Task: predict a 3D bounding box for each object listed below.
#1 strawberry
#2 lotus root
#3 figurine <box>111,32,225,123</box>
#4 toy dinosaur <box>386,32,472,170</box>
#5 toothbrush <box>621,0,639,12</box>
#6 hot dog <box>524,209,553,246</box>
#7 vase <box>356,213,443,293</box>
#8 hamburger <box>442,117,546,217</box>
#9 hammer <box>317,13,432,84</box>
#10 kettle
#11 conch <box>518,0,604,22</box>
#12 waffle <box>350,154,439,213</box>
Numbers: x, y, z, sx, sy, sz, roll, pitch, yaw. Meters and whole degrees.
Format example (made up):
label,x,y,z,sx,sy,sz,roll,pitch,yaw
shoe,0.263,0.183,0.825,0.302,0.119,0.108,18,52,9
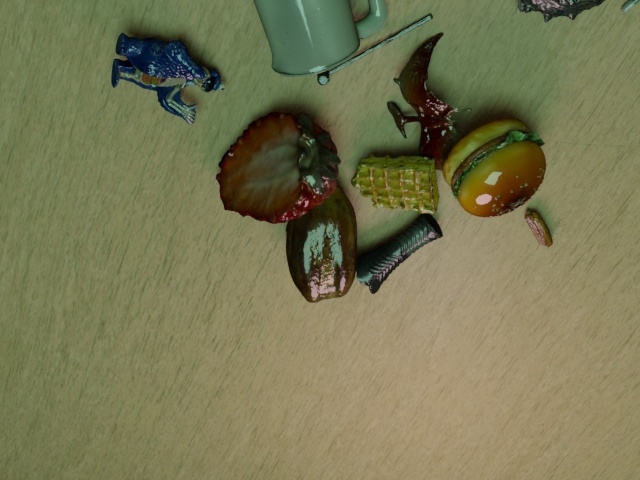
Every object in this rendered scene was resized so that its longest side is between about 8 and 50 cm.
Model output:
label,x,y,z,sx,sy,sz,roll,pitch,yaw
strawberry,-0.097,-0.162,2.043,0.336,0.149,0.265,-16,79,39
lotus root,0.002,-0.003,2.129,0.193,0.193,0.291,2,109,4
figurine,-0.348,-0.392,1.954,0.262,0.121,0.164,23,123,-28
toy dinosaur,0.276,-0.285,1.981,0.206,0.113,0.327,-23,110,48
toothbrush,0.733,-0.571,1.783,0.024,0.018,0.257,35,119,-24
hot dog,0.551,-0.031,2.142,0.037,0.049,0.122,-44,121,-12
vase,0.197,0.024,2.181,0.237,0.115,0.115,-38,112,20
hamburger,0.409,-0.155,1.948,0.246,0.170,0.246,-22,154,-11
hammer,0.120,-0.433,1.921,0.292,0.058,0.029,-27,118,14
kettle,-0.028,-0.539,1.794,0.205,0.265,0.318,9,130,39
conch,0.510,-0.578,1.725,0.313,0.186,0.241,-22,111,41
waffle,0.176,-0.137,2.070,0.210,0.055,0.160,5,143,19
